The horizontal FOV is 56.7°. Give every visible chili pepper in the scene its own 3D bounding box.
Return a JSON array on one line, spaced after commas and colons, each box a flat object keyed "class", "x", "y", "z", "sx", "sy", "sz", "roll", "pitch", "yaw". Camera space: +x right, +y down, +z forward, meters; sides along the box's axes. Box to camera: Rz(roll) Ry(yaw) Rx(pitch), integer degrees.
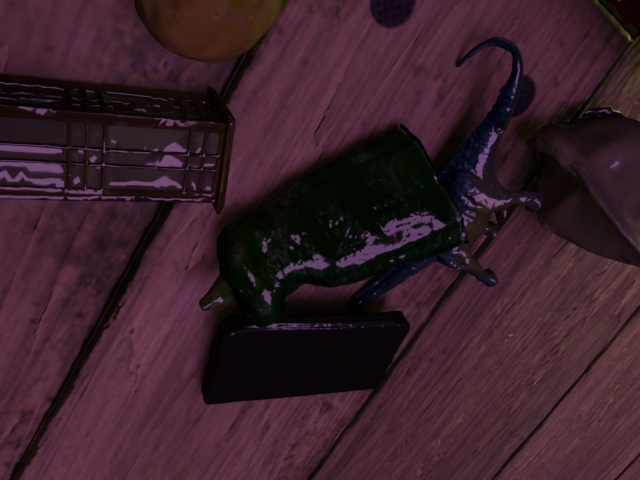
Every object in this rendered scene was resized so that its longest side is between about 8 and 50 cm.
[{"class": "chili pepper", "x": 0.000, "y": 0.000, "z": 0.599, "sx": 0.270, "sy": 0.099, "sz": 0.136, "roll": -26, "pitch": 103, "yaw": -4}]

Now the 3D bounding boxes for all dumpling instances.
[{"class": "dumpling", "x": 0.361, "y": -0.046, "z": 0.681, "sx": 0.293, "sy": 0.204, "sz": 0.163, "roll": 34, "pitch": 91, "yaw": -27}]

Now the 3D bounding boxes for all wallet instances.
[{"class": "wallet", "x": -0.012, "y": 0.136, "z": 0.711, "sx": 0.250, "sy": 0.044, "sz": 0.149, "roll": 0, "pitch": 133, "yaw": -23}]

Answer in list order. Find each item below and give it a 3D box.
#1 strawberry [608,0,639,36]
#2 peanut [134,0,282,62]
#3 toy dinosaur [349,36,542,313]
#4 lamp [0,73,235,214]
[{"class": "strawberry", "x": 0.418, "y": -0.277, "z": 0.556, "sx": 0.351, "sy": 0.267, "sz": 0.312, "roll": 16, "pitch": 86, "yaw": -1}, {"class": "peanut", "x": -0.038, "y": -0.272, "z": 0.388, "sx": 0.147, "sy": 0.147, "sz": 0.319, "roll": 11, "pitch": 111, "yaw": -30}, {"class": "toy dinosaur", "x": 0.162, "y": -0.035, "z": 0.674, "sx": 0.147, "sy": 0.076, "sz": 0.363, "roll": 14, "pitch": 120, "yaw": -18}, {"class": "lamp", "x": -0.234, "y": -0.080, "z": 0.454, "sx": 0.325, "sy": 0.089, "sz": 0.090, "roll": 1, "pitch": 121, "yaw": -24}]
